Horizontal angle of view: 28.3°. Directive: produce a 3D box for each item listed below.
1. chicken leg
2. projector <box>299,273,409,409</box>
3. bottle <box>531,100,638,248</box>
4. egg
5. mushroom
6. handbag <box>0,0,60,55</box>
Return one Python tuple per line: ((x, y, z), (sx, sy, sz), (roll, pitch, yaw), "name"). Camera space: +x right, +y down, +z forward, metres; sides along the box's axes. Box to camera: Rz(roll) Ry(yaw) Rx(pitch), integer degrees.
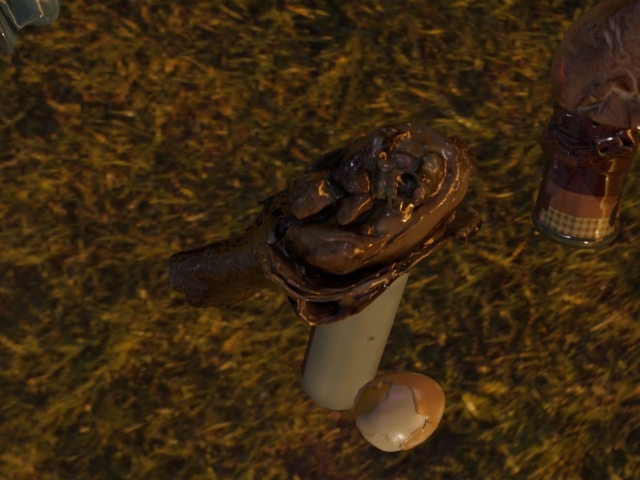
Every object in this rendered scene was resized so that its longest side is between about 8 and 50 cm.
((-0.002, 0.001, 0.682), (0.196, 0.125, 0.080), (-26, 92, 20), "chicken leg")
((0.048, 0.091, 1.678), (0.108, 0.108, 0.338), (35, 142, 17), "projector")
((0.391, -0.127, 1.843), (0.156, 0.143, 0.271), (34, 130, 40), "bottle")
((0.073, 0.153, 1.152), (0.083, 0.071, 0.071), (-27, 83, 2), "egg")
((0.400, -0.210, 1.436), (0.285, 0.156, 0.151), (10, 127, 21), "mushroom")
((-0.305, -0.250, 0.956), (0.179, 0.062, 0.229), (15, 142, 41), "handbag")
